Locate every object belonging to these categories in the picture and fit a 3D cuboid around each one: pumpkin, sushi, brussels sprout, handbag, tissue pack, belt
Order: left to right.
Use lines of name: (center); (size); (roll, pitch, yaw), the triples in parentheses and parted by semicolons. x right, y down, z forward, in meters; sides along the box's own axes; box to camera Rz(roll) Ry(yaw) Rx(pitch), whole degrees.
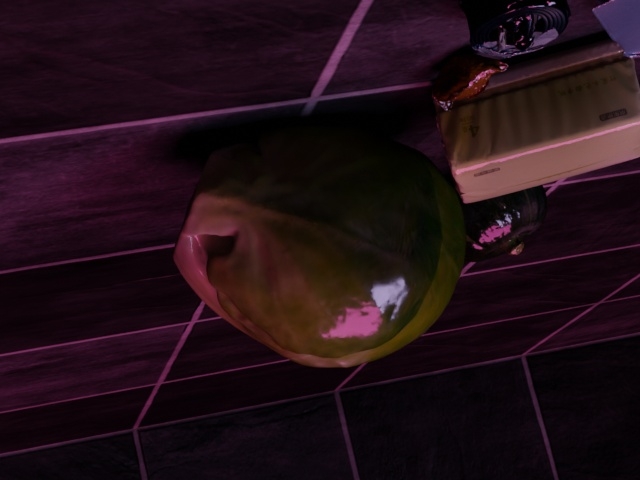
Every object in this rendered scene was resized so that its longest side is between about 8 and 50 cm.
brussels sprout: (0.001, 0.003, 1.786); (0.355, 0.289, 0.281); (18, 167, -18)
sushi: (0.163, -0.181, 1.680); (0.047, 0.050, 0.099); (6, 162, -38)
pumpkin: (0.242, -0.036, 2.146); (0.167, 0.125, 0.167); (-9, 155, -4)
belt: (0.195, -0.228, 1.520); (0.105, 0.058, 0.140); (-11, 166, 4)
tissue pack: (0.257, -0.138, 1.777); (0.234, 0.125, 0.159); (-14, 165, 6)
handbag: (0.397, -0.268, 1.566); (0.221, 0.057, 0.144); (-19, 160, 20)
